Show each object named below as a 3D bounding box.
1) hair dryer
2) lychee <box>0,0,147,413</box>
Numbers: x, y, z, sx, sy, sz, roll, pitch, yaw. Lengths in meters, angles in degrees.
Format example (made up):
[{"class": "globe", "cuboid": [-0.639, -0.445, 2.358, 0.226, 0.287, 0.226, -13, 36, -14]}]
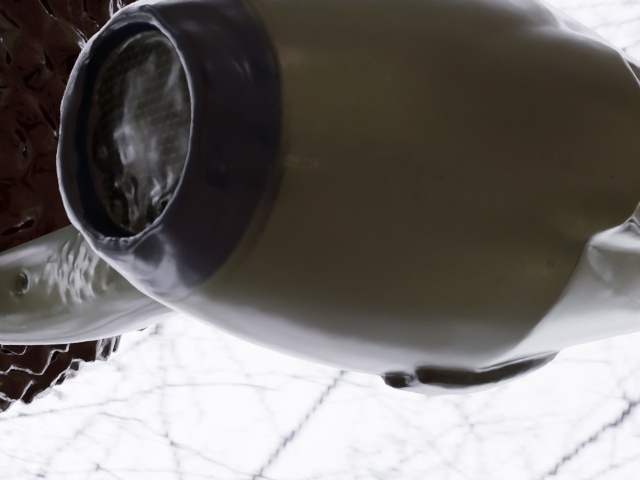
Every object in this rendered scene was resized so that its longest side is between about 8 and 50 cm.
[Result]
[{"class": "hair dryer", "cuboid": [0.041, -0.002, 0.602, 0.295, 0.298, 0.119, 2, -101, -21]}, {"class": "lychee", "cuboid": [-0.197, -0.048, 0.882, 0.300, 0.264, 0.264, 31, -102, -11]}]
